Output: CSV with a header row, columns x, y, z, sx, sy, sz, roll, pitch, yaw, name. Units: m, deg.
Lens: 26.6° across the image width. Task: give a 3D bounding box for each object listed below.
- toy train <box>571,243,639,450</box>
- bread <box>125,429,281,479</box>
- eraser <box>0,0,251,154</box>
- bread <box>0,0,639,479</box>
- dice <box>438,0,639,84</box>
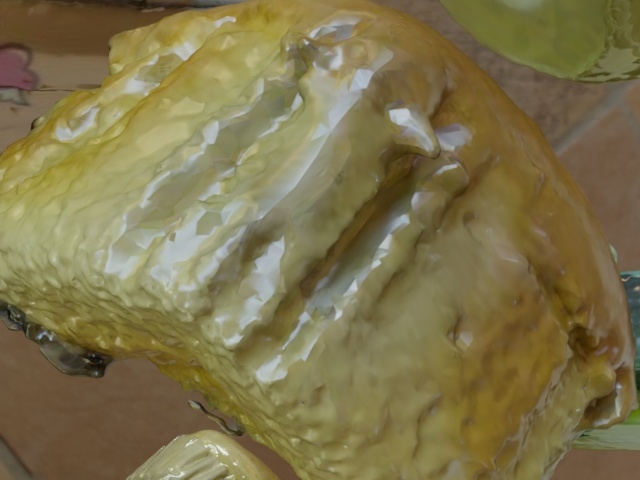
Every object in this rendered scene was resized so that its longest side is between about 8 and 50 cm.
x,y,z,sx,sy,sz,roll,pitch,yaw,name
0.319,0.088,1.075,0.272,0.442,0.179,24,67,-43,toy train
-0.061,0.263,1.073,0.106,0.140,0.236,-31,85,-42,bread
-0.188,-0.087,0.619,0.290,0.171,0.087,-1,67,-27,eraser
-0.004,-0.007,0.459,0.251,0.133,0.174,36,64,13,bread
0.158,-0.203,0.759,0.169,0.169,0.166,-37,135,-19,dice
